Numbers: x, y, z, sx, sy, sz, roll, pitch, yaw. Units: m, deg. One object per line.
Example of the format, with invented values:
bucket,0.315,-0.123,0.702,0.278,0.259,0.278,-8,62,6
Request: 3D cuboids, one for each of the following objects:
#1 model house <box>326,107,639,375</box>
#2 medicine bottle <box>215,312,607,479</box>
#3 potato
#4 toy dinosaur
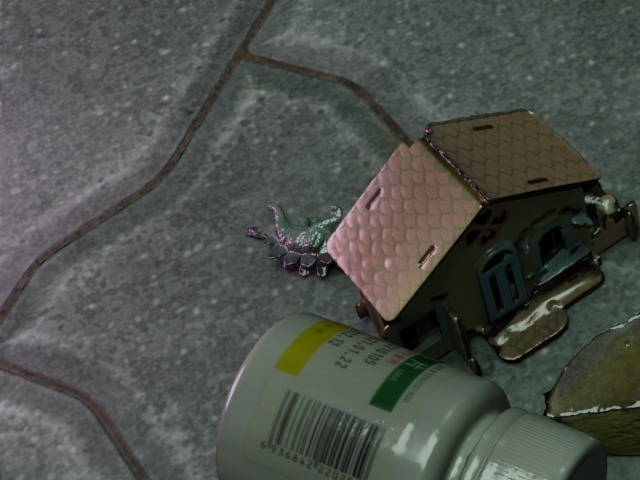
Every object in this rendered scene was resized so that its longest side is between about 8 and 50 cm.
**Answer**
model house,0.173,-0.010,1.748,0.326,0.244,0.169,-32,52,-7
medicine bottle,0.089,0.216,1.640,0.339,0.208,0.208,19,65,26
potato,0.352,0.137,1.687,0.243,0.098,0.138,-6,52,20
toy dinosaur,0.001,0.001,1.909,0.209,0.039,0.082,1,60,29
